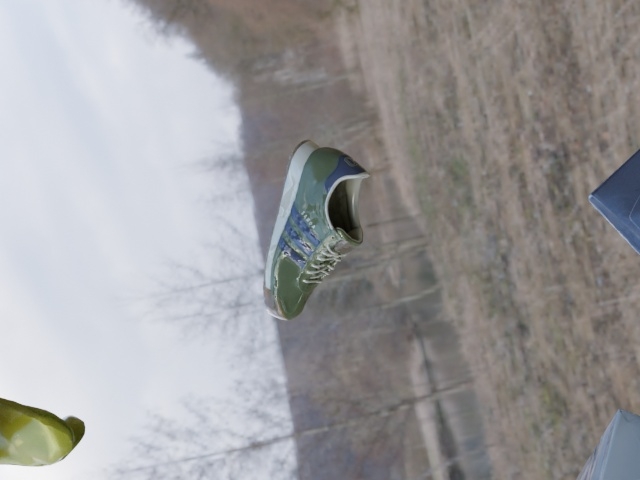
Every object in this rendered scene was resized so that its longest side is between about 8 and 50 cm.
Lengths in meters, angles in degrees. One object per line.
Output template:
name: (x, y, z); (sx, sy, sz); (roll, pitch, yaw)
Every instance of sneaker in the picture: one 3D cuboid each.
sneaker: (0.000, 0.000, 1.011); (0.064, 0.086, 0.192); (-10, -65, -56)

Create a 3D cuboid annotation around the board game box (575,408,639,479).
board game box: (0.307, 0.339, 1.056); (0.303, 0.097, 0.224); (82, -151, -63)

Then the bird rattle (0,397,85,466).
bird rattle: (-0.250, 0.152, 0.508); (0.143, 0.253, 0.207); (42, 165, -11)

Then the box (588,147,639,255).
box: (0.337, 0.005, 0.685); (0.270, 0.165, 0.143); (28, -158, -46)
